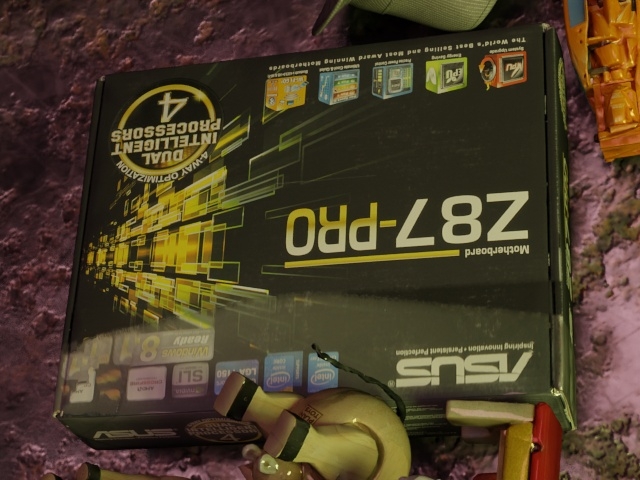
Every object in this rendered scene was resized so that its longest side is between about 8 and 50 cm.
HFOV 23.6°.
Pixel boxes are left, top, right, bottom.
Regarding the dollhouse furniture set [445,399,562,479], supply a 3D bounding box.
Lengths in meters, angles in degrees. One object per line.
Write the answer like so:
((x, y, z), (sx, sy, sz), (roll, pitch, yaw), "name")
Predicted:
((0.160, 0.317, 1.064), (0.152, 0.201, 0.374), (2, 69, 17), "dollhouse furniture set")

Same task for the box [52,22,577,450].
((0.000, 0.000, 1.221), (0.395, 0.097, 0.318), (-4, 64, 15), "box")

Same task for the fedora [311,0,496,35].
((0.107, -0.265, 1.247), (0.124, 0.244, 0.275), (25, 68, -8), "fedora")

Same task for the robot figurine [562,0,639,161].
((0.283, -0.215, 1.229), (0.211, 0.085, 0.291), (-7, 73, 13), "robot figurine")

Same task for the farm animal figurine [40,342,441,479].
((-0.044, 0.226, 1.085), (0.327, 0.172, 0.330), (-54, 40, 14), "farm animal figurine")
